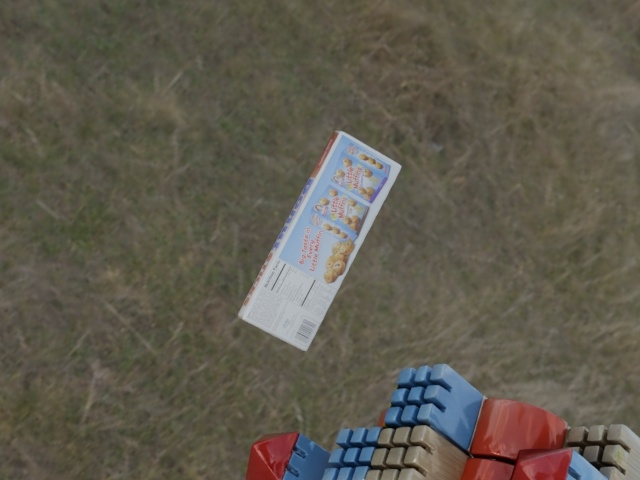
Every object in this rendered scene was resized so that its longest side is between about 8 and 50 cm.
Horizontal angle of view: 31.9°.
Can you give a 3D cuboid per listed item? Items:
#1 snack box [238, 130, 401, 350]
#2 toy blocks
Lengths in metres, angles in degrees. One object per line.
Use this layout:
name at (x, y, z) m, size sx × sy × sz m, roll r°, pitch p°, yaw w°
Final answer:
snack box at (0.000, 0.000, 0.944) m, size 0.064 × 0.178 × 0.022 m, roll 29°, pitch -4°, yaw -16°
toy blocks at (0.120, 0.203, 0.900) m, size 0.261 × 0.381 × 0.190 m, roll 40°, pitch 56°, yaw -29°
